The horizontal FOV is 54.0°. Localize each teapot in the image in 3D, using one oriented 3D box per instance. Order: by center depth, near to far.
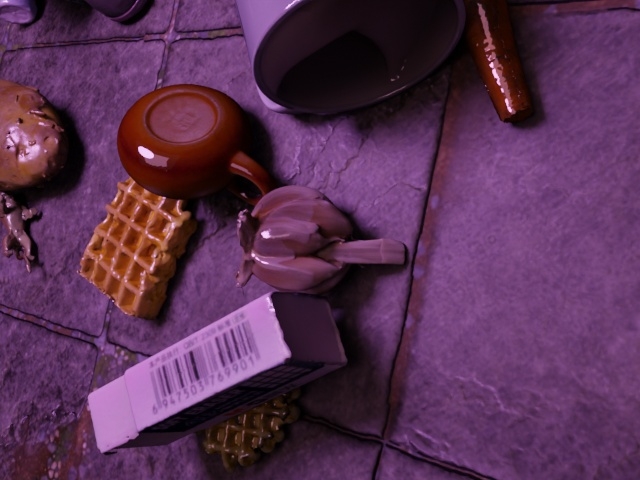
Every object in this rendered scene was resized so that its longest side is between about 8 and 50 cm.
[{"bbox_3d":[-0.162,-0.113,0.852,0.252,0.135,0.178,31,63,14],"label":"teapot"},{"bbox_3d":[-0.347,-0.446,1.014,0.116,0.146,0.148,46,105,31],"label":"teapot"}]

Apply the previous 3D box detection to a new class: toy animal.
[{"bbox_3d":[-0.534,-0.027,1.103,0.220,0.069,0.086,56,132,33],"label":"toy animal"}]

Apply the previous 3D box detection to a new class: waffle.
[{"bbox_3d":[-0.107,0.189,0.798,0.169,0.036,0.183,-44,59,16],"label":"waffle"},{"bbox_3d":[-0.261,-0.010,0.927,0.160,0.055,0.211,30,96,34],"label":"waffle"}]

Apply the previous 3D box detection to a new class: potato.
[{"bbox_3d":[-0.548,-0.182,1.097,0.296,0.141,0.192,20,94,32],"label":"potato"}]

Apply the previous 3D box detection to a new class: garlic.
[{"bbox_3d":[0.000,0.000,0.734,0.194,0.127,0.131,-4,97,6],"label":"garlic"}]

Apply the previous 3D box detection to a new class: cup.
[{"bbox_3d":[-0.013,-0.328,0.748,0.323,0.236,0.327,-43,57,54],"label":"cup"}]

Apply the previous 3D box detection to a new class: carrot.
[{"bbox_3d":[0.189,-0.204,0.680,0.055,0.055,0.161,-19,78,29],"label":"carrot"}]

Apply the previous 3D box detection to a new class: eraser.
[{"bbox_3d":[-0.122,0.154,0.717,0.287,0.130,0.086,-29,67,23],"label":"eraser"}]

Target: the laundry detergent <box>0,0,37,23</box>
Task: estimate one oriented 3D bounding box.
[{"bbox_3d":[-0.602,-0.593,1.243,0.159,0.088,0.335,-14,74,35],"label":"laundry detergent"}]

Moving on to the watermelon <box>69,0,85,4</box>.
[{"bbox_3d":[-0.556,-0.531,1.038,0.213,0.320,0.290,-3,105,42],"label":"watermelon"}]
